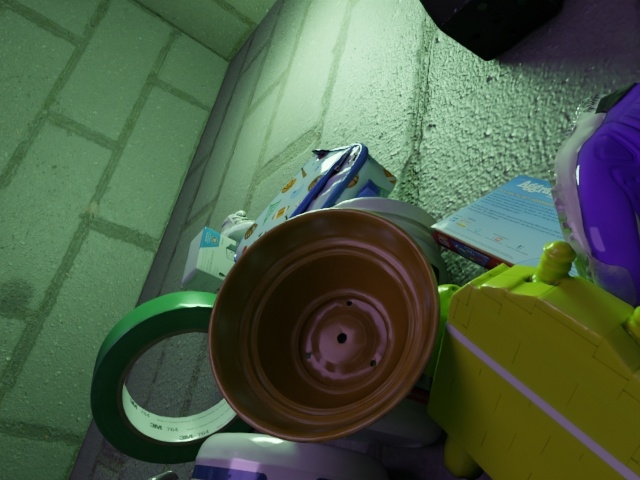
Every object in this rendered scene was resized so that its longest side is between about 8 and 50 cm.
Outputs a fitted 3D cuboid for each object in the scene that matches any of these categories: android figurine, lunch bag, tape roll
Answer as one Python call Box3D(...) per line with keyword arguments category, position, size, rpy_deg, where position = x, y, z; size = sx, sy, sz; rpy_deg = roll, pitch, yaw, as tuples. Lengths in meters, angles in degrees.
Box3D(category="android figurine", position=(0.167, 0.129, 0.346), size=(0.248, 0.056, 0.273), rpy_deg=(39, 140, 43))
Box3D(category="lunch bag", position=(-0.012, -0.042, 0.799), size=(0.303, 0.115, 0.243), rpy_deg=(-53, 22, -9))
Box3D(category="tape roll", position=(-0.248, 0.256, 0.846), size=(0.321, 0.321, 0.077), rpy_deg=(-61, 26, 4))

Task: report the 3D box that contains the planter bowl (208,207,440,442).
Box3D(category="planter bowl", position=(0.009, 0.082, 0.437), size=(0.217, 0.090, 0.217), rpy_deg=(-10, 58, 16))

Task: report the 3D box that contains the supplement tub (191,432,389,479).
Box3D(category="supplement tub", position=(-0.052, 0.395, 0.480), size=(0.235, 0.235, 0.325), rpy_deg=(-29, 43, 48))

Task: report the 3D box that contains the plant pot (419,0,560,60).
Box3D(category="plant pot", position=(0.259, -0.401, 0.699), size=(0.187, 0.188, 0.167), rpy_deg=(-30, 54, 47))

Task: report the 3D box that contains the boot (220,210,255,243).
Box3D(category="boot", position=(-0.242, -0.038, 1.334), size=(0.258, 0.095, 0.124), rpy_deg=(-28, 50, 50))

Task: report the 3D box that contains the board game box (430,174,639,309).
Box3D(category="board game box", position=(0.247, 0.001, 0.442), size=(0.145, 0.027, 0.281), rpy_deg=(-30, 26, -10))

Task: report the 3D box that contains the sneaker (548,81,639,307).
Box3D(category="sneaker", position=(0.282, -0.065, 0.359), size=(0.146, 0.102, 0.293), rpy_deg=(-10, 31, 43))

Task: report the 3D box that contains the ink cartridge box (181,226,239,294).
Box3D(category="ink cartridge box", position=(-0.228, 0.074, 1.112), size=(0.082, 0.190, 0.140), rpy_deg=(-41, 35, 34))

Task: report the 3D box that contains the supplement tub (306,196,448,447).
Box3D(category="supplement tub", position=(0.063, 0.103, 0.578), size=(0.191, 0.191, 0.272), rpy_deg=(-27, 44, 49))

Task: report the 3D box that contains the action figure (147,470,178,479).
Box3D(category="action figure", position=(-0.395, 0.692, 0.898), size=(0.341, 0.178, 0.330), rpy_deg=(-51, 20, 19))
